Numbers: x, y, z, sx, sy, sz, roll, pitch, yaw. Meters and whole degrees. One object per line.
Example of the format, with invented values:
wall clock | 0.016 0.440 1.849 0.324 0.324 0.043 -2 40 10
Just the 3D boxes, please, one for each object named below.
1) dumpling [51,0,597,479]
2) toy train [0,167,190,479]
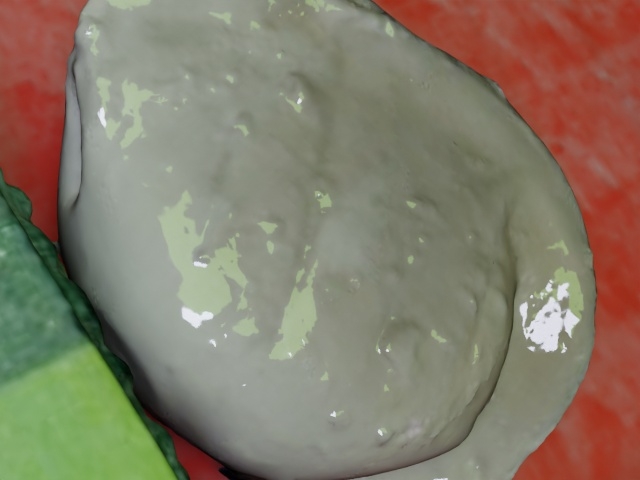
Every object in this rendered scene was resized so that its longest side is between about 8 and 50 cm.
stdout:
dumpling | 0.001 0.001 0.555 0.150 0.092 0.176 -29 82 -21
toy train | -0.164 0.063 0.447 0.238 0.167 0.299 -29 82 -30
